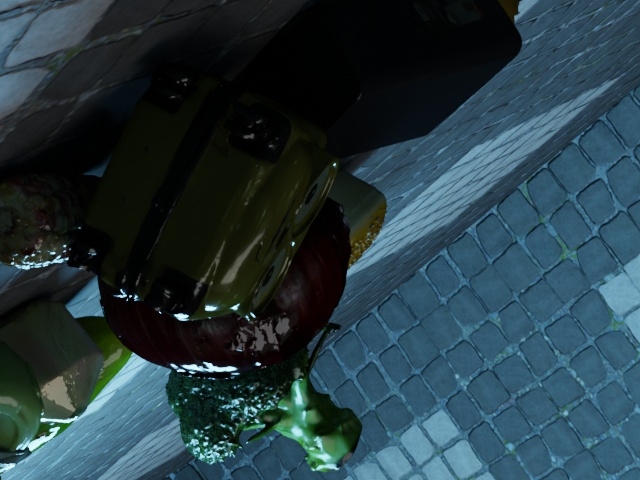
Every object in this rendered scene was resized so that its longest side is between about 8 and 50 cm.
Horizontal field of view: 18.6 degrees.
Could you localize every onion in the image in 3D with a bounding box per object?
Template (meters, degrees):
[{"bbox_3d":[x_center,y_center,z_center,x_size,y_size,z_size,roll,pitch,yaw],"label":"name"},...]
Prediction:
[{"bbox_3d":[-0.094,0.011,1.843,0.252,0.219,0.252,-9,-150,5],"label":"onion"}]

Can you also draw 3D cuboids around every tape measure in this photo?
[{"bbox_3d":[-0.355,0.173,1.882,0.200,0.106,0.175,5,135,-34],"label":"tape measure"}]

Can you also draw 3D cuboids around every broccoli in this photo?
[{"bbox_3d":[-0.072,0.188,2.718,0.297,0.297,0.297,-41,-153,26],"label":"broccoli"}]

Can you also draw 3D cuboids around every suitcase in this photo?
[{"bbox_3d":[-0.087,-0.033,1.580,0.194,0.143,0.235,-64,169,5],"label":"suitcase"}]

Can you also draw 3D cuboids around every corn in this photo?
[{"bbox_3d":[-0.208,-0.021,1.599,0.079,0.079,0.237,-38,174,17],"label":"corn"}]

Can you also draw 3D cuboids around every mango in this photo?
[{"bbox_3d":[-0.300,0.154,2.111,0.233,0.111,0.125,-36,179,19],"label":"mango"}]

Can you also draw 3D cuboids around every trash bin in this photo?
[{"bbox_3d":[0.042,-0.155,1.757,0.225,0.115,0.165,-21,165,-47],"label":"trash bin"}]

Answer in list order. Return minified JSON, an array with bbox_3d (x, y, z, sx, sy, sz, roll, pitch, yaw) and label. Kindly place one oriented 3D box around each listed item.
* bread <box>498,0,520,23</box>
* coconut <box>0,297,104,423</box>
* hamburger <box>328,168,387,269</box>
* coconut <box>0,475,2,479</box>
[{"bbox_3d":[0.172,-0.223,1.981,0.084,0.080,0.109,-38,170,35],"label":"bread"},{"bbox_3d":[-0.281,0.131,1.999,0.116,0.122,0.116,-35,172,-6],"label":"coconut"},{"bbox_3d":[0.000,0.000,2.448,0.173,0.116,0.210,-35,173,-25],"label":"hamburger"},{"bbox_3d":[-0.411,0.221,1.481,0.328,0.328,0.281,-37,-158,9],"label":"coconut"}]
